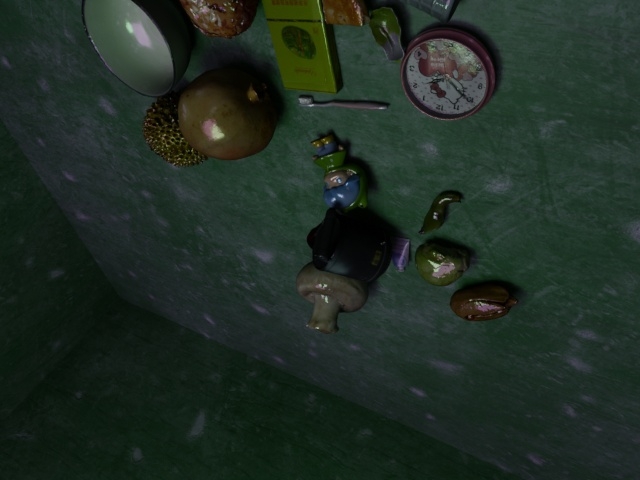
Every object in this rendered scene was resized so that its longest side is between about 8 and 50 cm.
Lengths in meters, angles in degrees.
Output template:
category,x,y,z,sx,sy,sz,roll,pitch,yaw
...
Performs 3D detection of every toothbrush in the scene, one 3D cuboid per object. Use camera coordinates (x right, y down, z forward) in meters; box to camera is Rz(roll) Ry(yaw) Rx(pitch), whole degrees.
category,x,y,z,sx,sy,sz,roll,pitch,yaw
toothbrush,0.060,-0.406,1.514,0.307,0.025,0.029,12,131,30

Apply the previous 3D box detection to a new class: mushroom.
category,x,y,z,sx,sy,sz,roll,pitch,yaw
mushroom,0.037,0.223,2.038,0.298,0.289,0.297,15,158,6

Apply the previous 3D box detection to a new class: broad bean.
category,x,y,z,sx,sy,sz,roll,pitch,yaw
broad bean,0.369,-0.084,1.617,0.070,0.048,0.213,34,143,3

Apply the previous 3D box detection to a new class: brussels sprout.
category,x,y,z,sx,sy,sz,roll,pitch,yaw
brussels sprout,0.404,0.079,1.719,0.183,0.131,0.145,18,120,25

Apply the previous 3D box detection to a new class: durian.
category,x,y,z,sx,sy,sz,roll,pitch,yaw
durian,-0.479,-0.390,1.808,0.293,0.258,0.258,33,146,-6

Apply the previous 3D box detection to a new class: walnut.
category,x,y,z,sx,sy,sz,roll,pitch,yaw
walnut,0.553,0.209,1.747,0.245,0.137,0.137,-16,122,38

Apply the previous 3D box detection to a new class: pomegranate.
category,x,y,z,sx,sy,sz,roll,pitch,yaw
pomegranate,-0.280,-0.393,1.596,0.319,0.319,0.319,23,144,18

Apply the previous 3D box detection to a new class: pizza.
category,x,y,z,sx,sy,sz,roll,pitch,yaw
pizza,0.051,-0.595,1.270,0.175,0.046,0.134,54,153,-11

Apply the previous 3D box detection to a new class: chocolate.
category,x,y,z,sx,sy,sz,roll,pitch,yaw
chocolate,0.000,0.000,2.002,0.125,0.080,0.148,22,145,18

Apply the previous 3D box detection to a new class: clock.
category,x,y,z,sx,sy,sz,roll,pitch,yaw
clock,0.312,-0.408,1.271,0.245,0.056,0.244,21,143,17

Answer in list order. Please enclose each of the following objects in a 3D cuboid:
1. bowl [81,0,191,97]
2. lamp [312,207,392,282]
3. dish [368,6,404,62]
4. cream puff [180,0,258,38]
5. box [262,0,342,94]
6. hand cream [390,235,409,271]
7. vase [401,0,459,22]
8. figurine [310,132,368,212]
category,x,y,z,sx,sy,sz,roll,pitch,yaw
bowl,-0.537,-0.646,1.590,0.354,0.185,0.353,23,143,18
lamp,0.116,0.027,1.767,0.273,0.204,0.374,12,171,-4
dish,0.177,-0.512,1.268,0.091,0.039,0.137,1,126,51
cream puff,-0.273,-0.667,1.368,0.240,0.164,0.240,34,160,15
box,-0.053,-0.566,1.401,0.187,0.047,0.334,14,140,28
hand cream,0.287,0.050,1.852,0.084,0.053,0.142,11,129,32
vase,0.165,-0.586,1.119,0.299,0.143,0.143,25,145,9
figurine,0.060,-0.215,1.656,0.162,0.143,0.263,-16,105,38
